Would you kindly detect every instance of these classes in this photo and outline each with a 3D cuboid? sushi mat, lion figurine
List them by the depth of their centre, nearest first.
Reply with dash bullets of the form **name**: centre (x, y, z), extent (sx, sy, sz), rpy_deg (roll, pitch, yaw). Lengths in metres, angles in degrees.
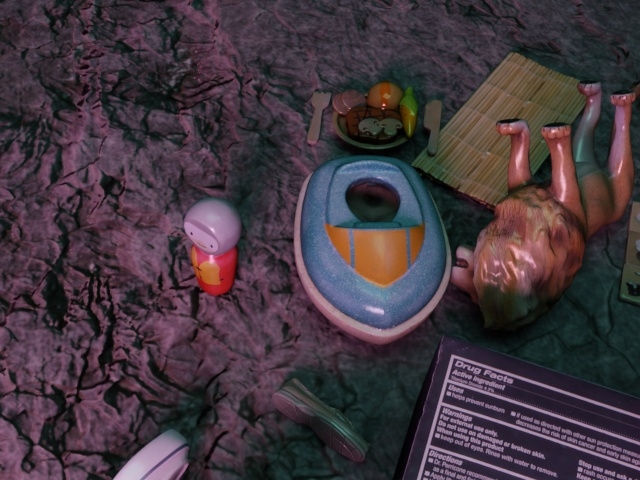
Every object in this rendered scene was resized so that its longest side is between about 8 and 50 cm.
- **lion figurine**: centre (0.319, -0.055, 1.074), extent (0.392, 0.240, 0.142), rpy_deg (-24, 23, -34)
- **sushi mat**: centre (0.272, -0.165, 1.242), extent (0.151, 0.019, 0.316), rpy_deg (30, 56, 18)

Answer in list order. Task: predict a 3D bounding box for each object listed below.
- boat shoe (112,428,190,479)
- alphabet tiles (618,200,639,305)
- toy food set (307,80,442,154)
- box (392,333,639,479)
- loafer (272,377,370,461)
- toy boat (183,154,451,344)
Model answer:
- **boat shoe**: centre (-0.194, 0.305, 0.814), extent (0.084, 0.095, 0.258), rpy_deg (31, 67, 13)
- **alphabet tiles**: centre (0.565, 0.058, 1.102), extent (0.343, 0.011, 0.285), rpy_deg (16, 54, 8)
- **toy food set**: centre (0.078, -0.181, 1.215), extent (0.192, 0.038, 0.132), rpy_deg (5, 49, 5)
- **box**: centre (0.204, 0.289, 0.789), extent (0.296, 0.182, 0.294), rpy_deg (18, 54, 8)
- **loafer**: centre (0.006, 0.193, 0.937), extent (0.125, 0.045, 0.039), rpy_deg (30, 50, 21)
- **toy boat**: centre (0.000, 0.000, 1.015), extent (0.318, 0.148, 0.267), rpy_deg (-5, 54, -8)
